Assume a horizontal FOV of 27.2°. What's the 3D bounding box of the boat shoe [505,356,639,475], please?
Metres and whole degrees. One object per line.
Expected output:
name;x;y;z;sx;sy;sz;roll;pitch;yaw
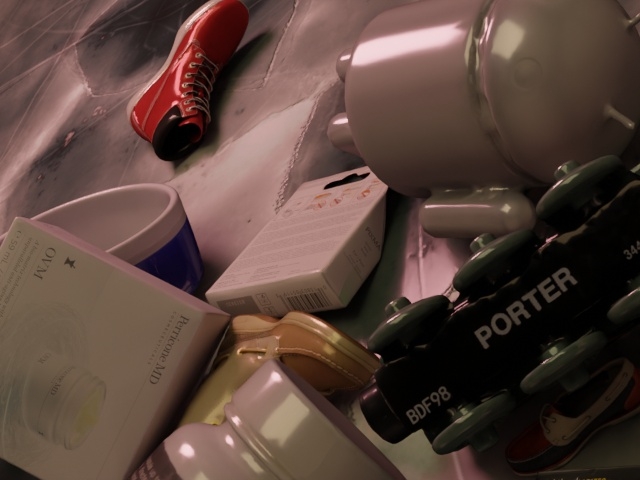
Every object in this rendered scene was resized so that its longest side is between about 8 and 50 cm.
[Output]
boat shoe;0.202;0.142;1.067;0.137;0.043;0.049;-35;35;18

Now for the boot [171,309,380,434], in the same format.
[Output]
boot;-0.062;0.170;1.274;0.262;0.095;0.203;-3;50;59

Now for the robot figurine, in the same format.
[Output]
robot figurine;0.165;-0.147;1.282;0.353;0.200;0.300;-3;79;47

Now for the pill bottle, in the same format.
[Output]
pill bottle;-0.104;0.285;1.107;0.361;0.204;0.204;-47;32;-1

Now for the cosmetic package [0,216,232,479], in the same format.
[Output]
cosmetic package;-0.247;0.127;1.361;0.224;0.225;0.138;-64;-7;-1

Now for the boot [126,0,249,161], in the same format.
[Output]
boot;-0.164;-0.226;1.859;0.244;0.088;0.176;-53;32;4

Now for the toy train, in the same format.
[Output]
toy train;0.184;0.054;1.064;0.334;0.190;0.142;-40;72;19

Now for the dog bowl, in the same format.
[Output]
dog bowl;-0.277;0.033;1.582;0.265;0.104;0.265;-17;20;7

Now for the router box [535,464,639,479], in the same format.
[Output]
router box;0.225;0.227;0.942;0.179;0.046;0.133;-13;44;41

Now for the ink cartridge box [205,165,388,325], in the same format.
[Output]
ink cartridge box;0.000;0.000;1.470;0.181;0.056;0.224;-12;26;42
